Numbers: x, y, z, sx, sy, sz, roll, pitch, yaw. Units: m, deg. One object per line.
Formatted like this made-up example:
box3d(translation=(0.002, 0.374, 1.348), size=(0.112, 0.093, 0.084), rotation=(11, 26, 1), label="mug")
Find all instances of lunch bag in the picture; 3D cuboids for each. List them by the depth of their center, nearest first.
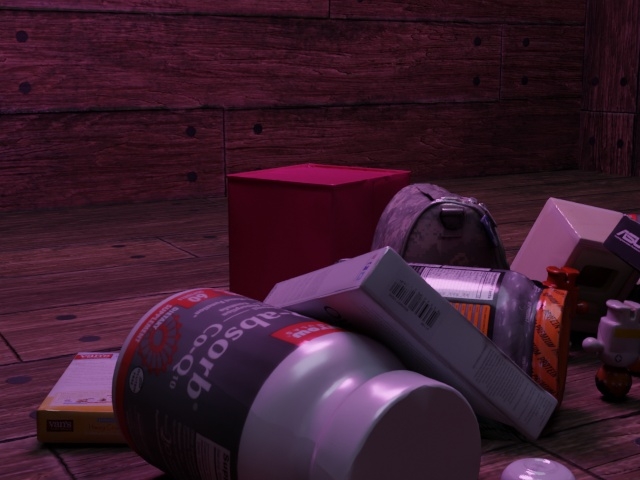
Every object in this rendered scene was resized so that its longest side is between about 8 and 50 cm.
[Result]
box3d(translation=(0.181, 0.044, 1.474), size=(0.213, 0.256, 0.305), rotation=(-1, 9, -3), label="lunch bag")

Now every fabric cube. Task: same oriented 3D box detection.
box3d(translation=(0.000, 0.000, 1.729), size=(0.254, 0.258, 0.259), rotation=(7, 13, 38), label="fabric cube")

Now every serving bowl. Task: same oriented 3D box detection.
box3d(translation=(0.235, 0.254, 0.996), size=(0.083, 0.027, 0.083), rotation=(-1, 11, 0), label="serving bowl")

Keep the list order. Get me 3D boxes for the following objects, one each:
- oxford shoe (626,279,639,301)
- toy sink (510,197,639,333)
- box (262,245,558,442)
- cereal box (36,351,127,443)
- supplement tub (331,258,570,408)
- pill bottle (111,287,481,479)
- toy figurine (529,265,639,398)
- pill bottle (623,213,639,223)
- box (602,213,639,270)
box3d(translation=(0.643, 0.115, 1.562), size=(0.146, 0.140, 0.397), rotation=(-39, 33, -21), label="oxford shoe")
box3d(translation=(0.415, 0.069, 1.540), size=(0.153, 0.234, 0.131), rotation=(11, 32, -22), label="toy sink")
box3d(translation=(0.073, 0.122, 0.998), size=(0.058, 0.232, 0.322), rotation=(-51, 11, -20), label="box")
box3d(translation=(-0.259, 0.202, 1.222), size=(0.173, 0.047, 0.240), rotation=(1, 10, -2), label="cereal box")
box3d(translation=(0.161, 0.128, 1.223), size=(0.316, 0.193, 0.193), rotation=(5, 12, 20), label="supplement tub")
box3d(translation=(-0.034, 0.177, 0.917), size=(0.210, 0.210, 0.363), rotation=(-9, 14, -40), label="pill bottle")
box3d(translation=(0.383, 0.136, 1.342), size=(0.210, 0.148, 0.213), rotation=(13, 13, 29), label="toy figurine")
box3d(translation=(0.635, 0.028, 1.823), size=(0.283, 0.161, 0.161), rotation=(3, 11, 15), label="pill bottle")
box3d(translation=(0.563, 0.075, 1.371), size=(0.270, 0.060, 0.216), rotation=(26, 13, -48), label="box")
